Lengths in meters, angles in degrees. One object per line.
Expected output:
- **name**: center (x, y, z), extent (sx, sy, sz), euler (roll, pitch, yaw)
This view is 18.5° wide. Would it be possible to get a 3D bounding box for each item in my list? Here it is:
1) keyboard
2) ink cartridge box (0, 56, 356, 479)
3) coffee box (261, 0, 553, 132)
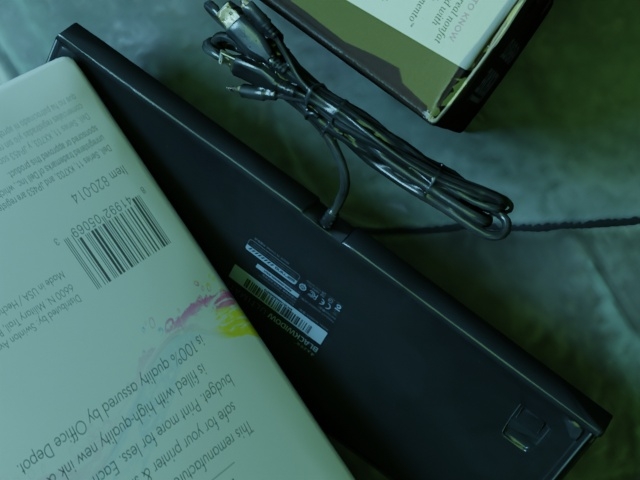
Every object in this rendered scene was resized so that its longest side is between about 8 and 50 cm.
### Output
- **keyboard**: center (0.000, 0.000, 0.924), extent (0.317, 0.033, 0.201), euler (36, 136, 5)
- **ink cartridge box**: center (-0.107, 0.117, 0.882), extent (0.119, 0.207, 0.353), euler (-33, 91, 41)
- **coffee box**: center (-0.026, -0.182, 0.901), extent (0.297, 0.168, 0.119), euler (37, 95, 6)
